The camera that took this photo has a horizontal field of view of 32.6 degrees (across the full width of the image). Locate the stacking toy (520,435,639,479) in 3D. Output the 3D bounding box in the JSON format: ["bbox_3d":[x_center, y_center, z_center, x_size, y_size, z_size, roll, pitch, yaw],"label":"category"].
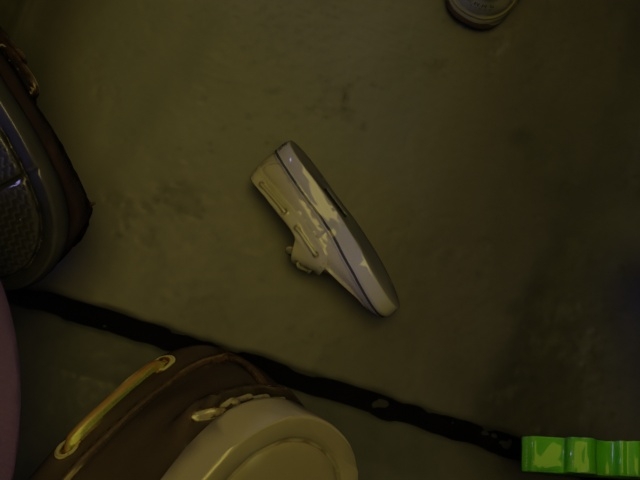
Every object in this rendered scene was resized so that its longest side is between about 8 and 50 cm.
[{"bbox_3d":[0.196,0.185,0.506,0.221,0.052,0.166,7,73,-3],"label":"stacking toy"}]

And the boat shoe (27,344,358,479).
[{"bbox_3d":[-0.124,0.180,0.442,0.324,0.116,0.097,-49,41,-8],"label":"boat shoe"}]

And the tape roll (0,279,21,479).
[{"bbox_3d":[-0.254,0.072,0.405,0.275,0.090,0.274,-6,69,17],"label":"tape roll"}]

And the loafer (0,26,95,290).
[{"bbox_3d":[-0.209,-0.107,0.510,0.302,0.095,0.109,43,119,4],"label":"loafer"}]

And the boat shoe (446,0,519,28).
[{"bbox_3d":[0.115,-0.176,0.592,0.050,0.045,0.135,27,74,1],"label":"boat shoe"}]

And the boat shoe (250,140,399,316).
[{"bbox_3d":[0.000,0.000,0.541,0.035,0.035,0.100,-36,85,13],"label":"boat shoe"}]
